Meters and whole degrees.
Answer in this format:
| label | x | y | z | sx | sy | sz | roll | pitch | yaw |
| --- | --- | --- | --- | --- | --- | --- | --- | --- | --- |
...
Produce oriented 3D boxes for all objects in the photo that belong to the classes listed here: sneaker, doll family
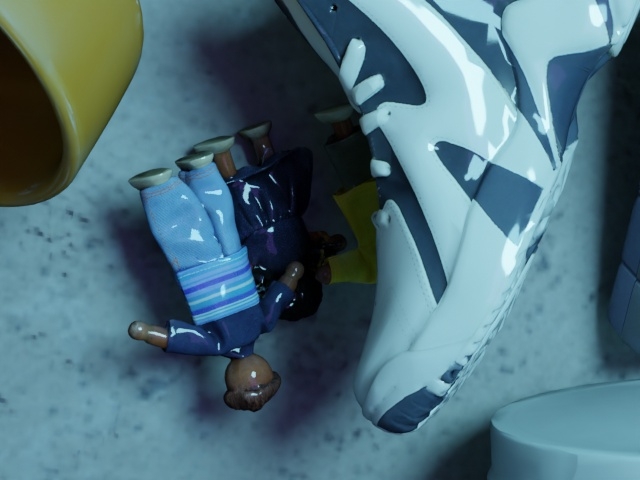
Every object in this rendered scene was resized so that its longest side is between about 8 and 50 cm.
| label | x | y | z | sx | sy | sz | roll | pitch | yaw |
| --- | --- | --- | --- | --- | --- | --- | --- | --- | --- |
| sneaker | 0.027 | -0.054 | 0.554 | 0.153 | 0.094 | 0.235 | 24 | 97 | 12 |
| doll family | 0.000 | 0.000 | 0.618 | 0.193 | 0.076 | 0.111 | -20 | 103 | -14 |

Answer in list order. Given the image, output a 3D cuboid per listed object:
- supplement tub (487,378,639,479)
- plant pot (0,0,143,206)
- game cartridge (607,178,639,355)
| label | x | y | z | sx | sy | sz | roll | pitch | yaw |
| --- | --- | --- | --- | --- | --- | --- | --- | --- | --- |
| supplement tub | 0.179 | 0.228 | 0.605 | 0.228 | 0.228 | 0.316 | -5 | 94 | -20 |
| plant pot | -0.135 | -0.147 | 0.507 | 0.205 | 0.205 | 0.188 | 35 | 64 | -18 |
| game cartridge | 0.323 | -0.054 | 0.695 | 0.355 | 0.068 | 0.230 | -4 | 125 | -21 |
